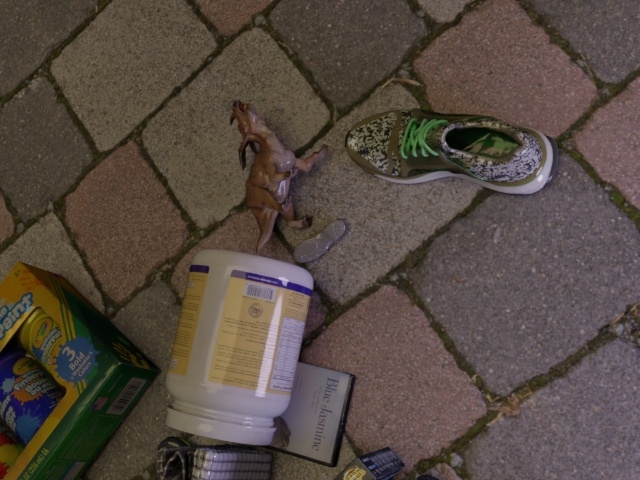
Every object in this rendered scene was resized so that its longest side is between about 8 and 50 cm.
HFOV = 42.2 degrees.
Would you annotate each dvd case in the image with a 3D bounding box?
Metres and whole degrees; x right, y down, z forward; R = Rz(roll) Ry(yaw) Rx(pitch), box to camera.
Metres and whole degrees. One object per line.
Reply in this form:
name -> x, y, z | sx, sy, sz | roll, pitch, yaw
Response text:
dvd case -> -0.066, 0.327, 1.639 | 0.253, 0.022, 0.180 | 10, 82, 24

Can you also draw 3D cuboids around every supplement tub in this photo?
supplement tub -> -0.156, 0.198, 1.560 | 0.241, 0.241, 0.331 | 8, 82, 24

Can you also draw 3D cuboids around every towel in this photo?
towel -> -0.207, 0.491, 1.517 | 0.121, 0.283, 0.235 | 7, 80, 25

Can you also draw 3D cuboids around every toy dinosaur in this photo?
toy dinosaur -> -0.113, -0.127, 1.714 | 0.200, 0.127, 0.296 | 14, 96, 32

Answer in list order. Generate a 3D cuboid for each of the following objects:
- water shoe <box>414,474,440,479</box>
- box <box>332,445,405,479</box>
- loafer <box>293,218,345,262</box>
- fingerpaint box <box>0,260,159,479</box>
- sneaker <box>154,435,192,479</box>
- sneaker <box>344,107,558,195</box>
water shoe -> 0.239, 0.500, 1.460 | 0.203, 0.073, 0.080 | 38, 121, 25
box -> 0.049, 0.445, 1.455 | 0.175, 0.220, 0.051 | -45, 71, 8
loafer -> 0.000, 0.000, 1.683 | 0.125, 0.039, 0.045 | -37, 100, 14
fingerpaint box -> -0.630, 0.334, 1.779 | 0.371, 0.163, 0.445 | 38, 91, 26
sneaker -> -0.296, 0.539, 1.631 | 0.111, 0.121, 0.300 | -8, 75, 20
sneaker -> 0.226, -0.191, 1.547 | 0.410, 0.182, 0.158 | 7, 81, 24
